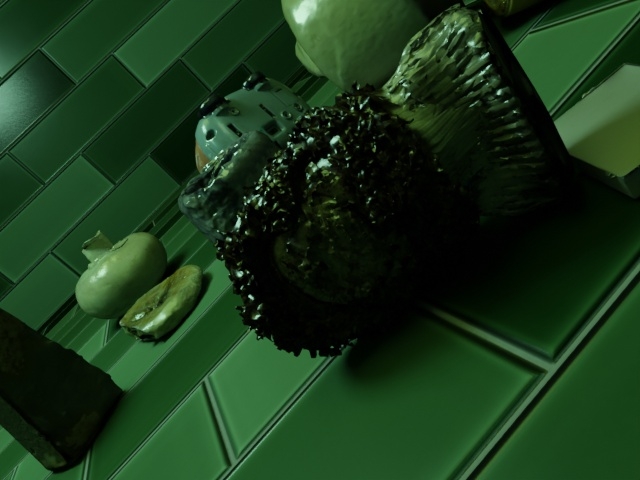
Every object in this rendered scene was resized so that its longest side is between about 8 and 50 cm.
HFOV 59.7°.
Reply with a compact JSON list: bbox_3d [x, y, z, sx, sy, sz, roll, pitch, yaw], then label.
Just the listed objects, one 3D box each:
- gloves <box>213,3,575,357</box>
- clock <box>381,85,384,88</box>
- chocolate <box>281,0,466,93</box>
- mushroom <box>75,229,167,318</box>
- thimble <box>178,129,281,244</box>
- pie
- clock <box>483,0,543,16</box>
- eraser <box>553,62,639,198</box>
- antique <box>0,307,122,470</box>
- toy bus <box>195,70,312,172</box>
[{"bbox_3d":[0.051,-0.029,0.474,0.312,0.210,0.135,-33,36,12],"label":"gloves"},{"bbox_3d":[0.113,-0.190,0.864,0.150,0.063,0.197,-37,20,24],"label":"clock"},{"bbox_3d":[0.079,-0.400,0.982,0.297,0.314,0.326,-36,-8,17],"label":"chocolate"},{"bbox_3d":[-0.500,0.070,1.376,0.246,0.202,0.246,-33,13,9],"label":"mushroom"},{"bbox_3d":[-0.144,-0.084,1.024,0.217,0.157,0.245,-39,20,18],"label":"thimble"},{"bbox_3d":[-0.297,0.119,1.080,0.218,0.052,0.185,-13,30,53],"label":"pie"},{"bbox_3d":[0.297,-0.490,0.859,0.200,0.244,0.317,-22,28,15],"label":"clock"},{"bbox_3d":[0.246,-0.093,0.446,0.104,0.023,0.150,-40,19,11],"label":"eraser"},{"bbox_3d":[-0.471,0.214,0.872,0.125,0.284,0.150,-29,22,37],"label":"antique"},{"bbox_3d":[-0.152,-0.219,1.263,0.287,0.194,0.232,-44,-10,-39],"label":"toy bus"}]
